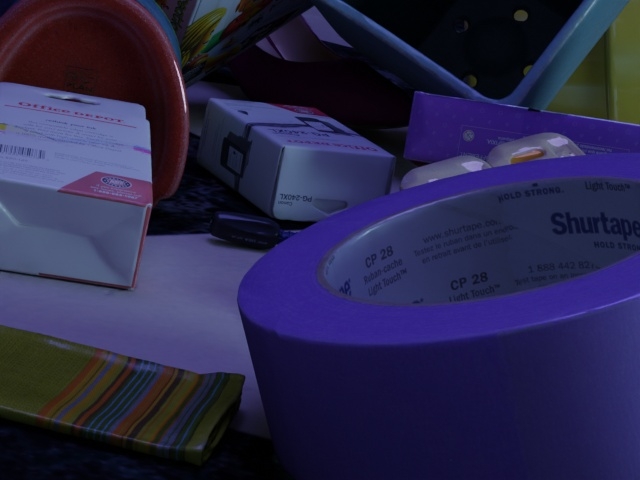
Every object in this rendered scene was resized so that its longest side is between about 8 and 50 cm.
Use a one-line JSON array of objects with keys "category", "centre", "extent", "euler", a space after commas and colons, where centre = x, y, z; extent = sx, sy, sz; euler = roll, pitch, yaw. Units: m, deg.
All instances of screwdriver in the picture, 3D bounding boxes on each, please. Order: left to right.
[{"category": "screwdriver", "centre": [0.000, 0.000, 1.226], "extent": [0.170, 0.025, 0.024], "euler": [7, 16, -16]}]

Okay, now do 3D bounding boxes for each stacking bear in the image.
[{"category": "stacking bear", "centre": [-0.191, -0.140, 1.352], "extent": [0.175, 0.164, 0.289], "euler": [10, 11, -7]}]

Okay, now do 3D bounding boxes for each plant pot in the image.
[{"category": "plant pot", "centre": [0.165, -0.234, 1.617], "extent": [0.247, 0.248, 0.252], "euler": [36, -7, 18]}, {"category": "plant pot", "centre": [0.289, -0.215, 1.844], "extent": [0.239, 0.254, 0.254], "euler": [0, 13, 12]}]

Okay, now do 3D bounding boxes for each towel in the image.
[{"category": "towel", "centre": [-0.162, 0.067, 0.868], "extent": [0.237, 0.021, 0.102], "euler": [13, 15, 5]}]

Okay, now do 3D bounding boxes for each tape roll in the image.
[{"category": "tape roll", "centre": [0.100, 0.038, 0.853], "extent": [0.275, 0.090, 0.275], "euler": [-12, 16, 3]}]

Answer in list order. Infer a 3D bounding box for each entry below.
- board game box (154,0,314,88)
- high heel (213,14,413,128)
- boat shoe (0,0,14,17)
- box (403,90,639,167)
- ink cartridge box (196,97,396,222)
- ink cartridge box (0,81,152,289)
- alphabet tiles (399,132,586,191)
[{"category": "board game box", "centre": [-0.047, -0.266, 1.603], "extent": [0.053, 0.193, 0.305], "euler": [47, 58, 10]}, {"category": "high heel", "centre": [-0.039, -0.237, 1.740], "extent": [0.377, 0.181, 0.127], "euler": [23, 18, 33]}, {"category": "boat shoe", "centre": [-0.229, -0.196, 1.603], "extent": [0.341, 0.127, 0.158], "euler": [-10, 32, -36]}, {"category": "box", "centre": [0.192, -0.066, 1.381], "extent": [0.201, 0.057, 0.293], "euler": [10, -1, 12]}, {"category": "ink cartridge box", "centre": [-0.021, -0.067, 1.371], "extent": [0.109, 0.063, 0.150], "euler": [3, 17, -30]}, {"category": "ink cartridge box", "centre": [-0.177, -0.043, 1.128], "extent": [0.115, 0.067, 0.198], "euler": [10, 23, -10]}, {"category": "alphabet tiles", "centre": [0.176, 0.024, 1.075], "extent": [0.278, 0.021, 0.284], "euler": [-17, 44, -23]}]
